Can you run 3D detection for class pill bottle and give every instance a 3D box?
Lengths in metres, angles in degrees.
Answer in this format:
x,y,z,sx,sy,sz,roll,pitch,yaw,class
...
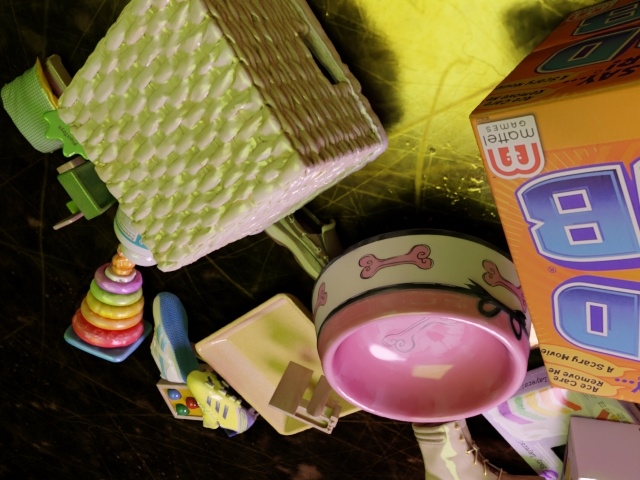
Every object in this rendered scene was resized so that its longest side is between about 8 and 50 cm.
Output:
x,y,z,sx,sy,sz,roll,pitch,yaw,class
-0.319,-0.066,1.000,0.146,0.146,0.264,34,127,-2,pill bottle

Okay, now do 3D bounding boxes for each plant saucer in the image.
x,y,z,sx,sy,sz,roll,pitch,yaw,class
-0.073,0.278,1.166,0.333,0.081,0.332,-33,106,34,plant saucer

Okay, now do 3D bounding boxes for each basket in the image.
x,y,z,sx,sy,sz,roll,pitch,yaw,class
-0.138,-0.177,0.753,0.331,0.266,0.328,-30,94,32,basket

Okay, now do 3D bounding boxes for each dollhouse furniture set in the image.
x,y,z,sx,sy,sz,roll,pitch,yaw,class
-0.539,-0.186,1.004,0.198,0.151,0.301,-16,114,29,dollhouse furniture set
-0.037,0.378,1.088,0.144,0.123,0.151,22,126,7,dollhouse furniture set

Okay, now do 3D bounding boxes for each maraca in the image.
x,y,z,sx,sy,sz,roll,pitch,yaw,class
-0.413,-0.233,0.925,0.127,0.185,0.099,48,166,-17,maraca

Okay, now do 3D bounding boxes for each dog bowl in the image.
x,y,z,sx,sy,sz,roll,pitch,yaw,class
0.177,0.176,0.898,0.408,0.150,0.408,5,134,5,dog bowl

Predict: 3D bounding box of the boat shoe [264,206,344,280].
x,y,z,sx,sy,sz,roll,pitch,yaw,class
-0.002,0.003,0.956,0.257,0.095,0.095,39,120,-5,boat shoe

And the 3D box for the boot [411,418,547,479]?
x,y,z,sx,sy,sz,roll,pitch,yaw,class
0.338,0.467,1.079,0.262,0.095,0.203,-15,86,26,boot

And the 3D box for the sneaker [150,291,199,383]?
x,y,z,sx,sy,sz,roll,pitch,yaw,class
-0.372,0.238,1.226,0.092,0.087,0.228,-7,97,28,sneaker

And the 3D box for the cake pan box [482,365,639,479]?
x,y,z,sx,sy,sz,roll,pitch,yaw,class
0.494,0.364,1.010,0.246,0.070,0.267,-31,107,36,cake pan box

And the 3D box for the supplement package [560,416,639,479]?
x,y,z,sx,sy,sz,roll,pitch,yaw,class
0.530,0.468,0.937,0.134,0.139,0.244,2,121,19,supplement package

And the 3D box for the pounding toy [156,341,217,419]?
x,y,z,sx,sy,sz,roll,pitch,yaw,class
-0.329,0.370,1.314,0.181,0.094,0.206,-4,120,24,pounding toy

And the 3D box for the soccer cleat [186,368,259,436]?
x,y,z,sx,sy,sz,roll,pitch,yaw,class
-0.253,0.411,1.239,0.093,0.121,0.289,43,170,40,soccer cleat

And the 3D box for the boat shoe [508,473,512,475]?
x,y,z,sx,sy,sz,roll,pitch,yaw,class
0.457,0.624,1.133,0.367,0.156,0.135,16,126,12,boat shoe

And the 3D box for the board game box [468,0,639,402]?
x,y,z,sx,sy,sz,roll,pitch,yaw,class
0.432,-0.069,0.518,0.356,0.356,0.356,-1,122,44,board game box

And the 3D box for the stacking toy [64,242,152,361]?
x,y,z,sx,sy,sz,roll,pitch,yaw,class
-0.480,0.117,1.192,0.166,0.175,0.301,24,115,2,stacking toy
